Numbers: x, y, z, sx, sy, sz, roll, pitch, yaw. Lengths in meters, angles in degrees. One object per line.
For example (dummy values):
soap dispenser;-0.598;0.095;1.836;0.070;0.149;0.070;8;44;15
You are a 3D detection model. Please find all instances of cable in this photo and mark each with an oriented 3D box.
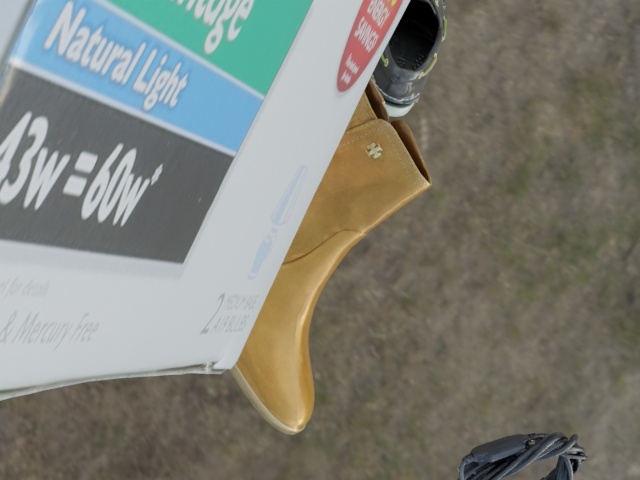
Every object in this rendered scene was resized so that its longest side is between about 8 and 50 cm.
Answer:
cable;0.213;0.271;1.649;0.184;0.047;0.151;-14;126;-27

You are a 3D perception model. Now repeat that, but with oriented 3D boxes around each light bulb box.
light bulb box;-0.183;-0.119;0.531;0.361;0.358;0.225;25;92;12

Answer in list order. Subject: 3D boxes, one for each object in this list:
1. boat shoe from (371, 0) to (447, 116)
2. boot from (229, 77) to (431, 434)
boat shoe;0.102;-0.237;1.660;0.081;0.228;0.069;20;143;-9
boot;0.000;-0.001;1.284;0.211;0.104;0.295;-22;91;19
